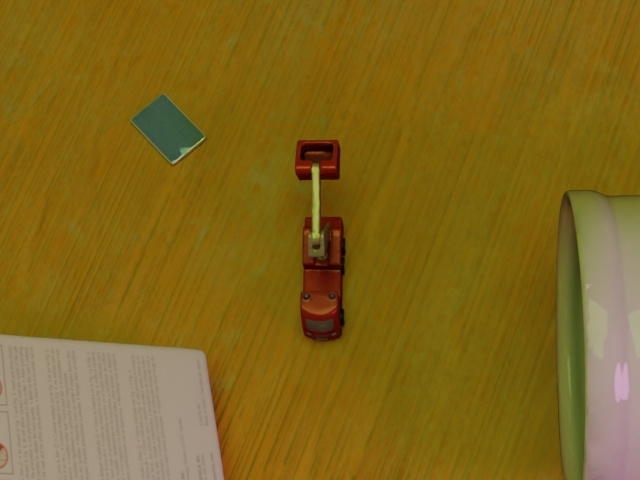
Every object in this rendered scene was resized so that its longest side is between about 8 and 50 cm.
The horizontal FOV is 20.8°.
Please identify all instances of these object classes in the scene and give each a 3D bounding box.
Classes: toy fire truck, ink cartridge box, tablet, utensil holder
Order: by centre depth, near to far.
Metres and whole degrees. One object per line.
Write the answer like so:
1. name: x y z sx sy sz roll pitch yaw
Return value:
1. utensil holder: 0.438 0.110 1.728 0.386 0.327 0.327 -1 67 2
2. ink cartridge box: -0.275 0.252 1.744 0.385 0.091 0.308 6 62 -33
3. toy fire truck: 0.000 0.000 1.913 0.047 0.135 0.192 -1 66 5
4. tablet: -0.180 -0.132 2.059 0.054 0.006 0.083 -40 68 -11
